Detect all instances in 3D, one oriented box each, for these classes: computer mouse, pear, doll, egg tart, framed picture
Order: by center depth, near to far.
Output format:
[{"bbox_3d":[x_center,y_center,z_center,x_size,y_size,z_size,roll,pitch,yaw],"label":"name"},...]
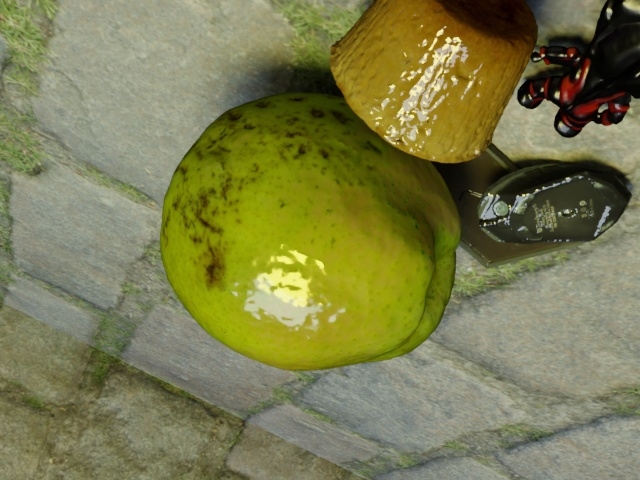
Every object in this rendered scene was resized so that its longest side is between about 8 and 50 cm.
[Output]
[{"bbox_3d":[0.309,-0.186,0.799,0.127,0.088,0.248,7,162,-17],"label":"doll"},{"bbox_3d":[0.128,-0.198,0.804,0.202,0.202,0.147,27,134,-9],"label":"egg tart"},{"bbox_3d":[0.000,0.000,1.003,0.391,0.391,0.391,16,149,10],"label":"pear"},{"bbox_3d":[0.300,-0.051,1.007,0.192,0.062,0.106,-7,124,15],"label":"computer mouse"},{"bbox_3d":[0.228,-0.050,1.109,0.260,0.023,0.189,36,146,-24],"label":"framed picture"}]
